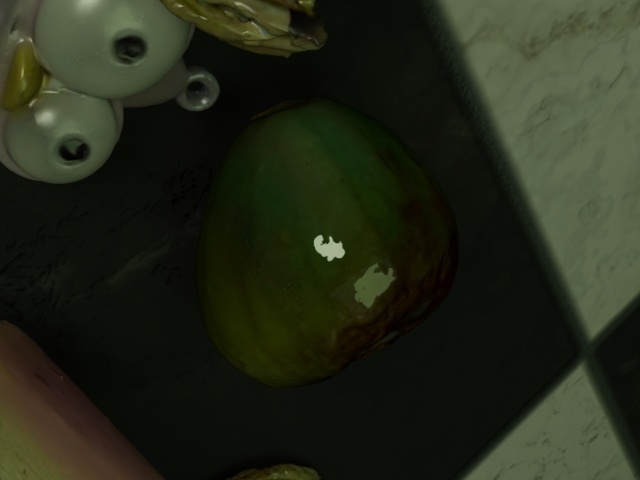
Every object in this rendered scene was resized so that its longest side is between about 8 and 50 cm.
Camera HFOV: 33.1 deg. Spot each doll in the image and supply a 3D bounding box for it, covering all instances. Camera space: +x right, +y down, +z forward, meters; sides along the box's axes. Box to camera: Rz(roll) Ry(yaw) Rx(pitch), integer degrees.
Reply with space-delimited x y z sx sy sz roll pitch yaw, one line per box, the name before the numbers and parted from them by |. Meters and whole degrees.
doll | -0.199 -0.106 0.528 0.365 0.094 0.160 5 119 -41

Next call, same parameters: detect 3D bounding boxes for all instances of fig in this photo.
fig | 0.000 0.000 0.722 0.181 0.181 0.191 -20 104 -28

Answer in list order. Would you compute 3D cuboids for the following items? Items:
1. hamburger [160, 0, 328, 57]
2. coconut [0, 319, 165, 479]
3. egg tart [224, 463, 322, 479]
hamburger | -0.058 -0.197 0.522 0.155 0.135 0.207 0 99 -29
coconut | -0.219 0.158 0.600 0.233 0.245 0.233 -48 171 -10
egg tart | -0.055 0.282 0.946 0.191 0.074 0.191 -20 129 -26
